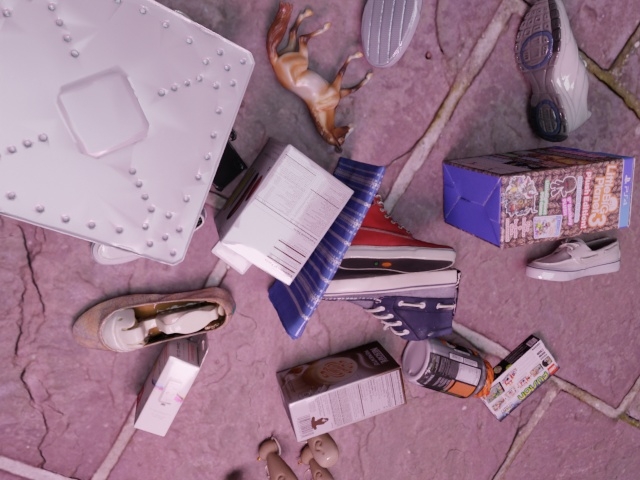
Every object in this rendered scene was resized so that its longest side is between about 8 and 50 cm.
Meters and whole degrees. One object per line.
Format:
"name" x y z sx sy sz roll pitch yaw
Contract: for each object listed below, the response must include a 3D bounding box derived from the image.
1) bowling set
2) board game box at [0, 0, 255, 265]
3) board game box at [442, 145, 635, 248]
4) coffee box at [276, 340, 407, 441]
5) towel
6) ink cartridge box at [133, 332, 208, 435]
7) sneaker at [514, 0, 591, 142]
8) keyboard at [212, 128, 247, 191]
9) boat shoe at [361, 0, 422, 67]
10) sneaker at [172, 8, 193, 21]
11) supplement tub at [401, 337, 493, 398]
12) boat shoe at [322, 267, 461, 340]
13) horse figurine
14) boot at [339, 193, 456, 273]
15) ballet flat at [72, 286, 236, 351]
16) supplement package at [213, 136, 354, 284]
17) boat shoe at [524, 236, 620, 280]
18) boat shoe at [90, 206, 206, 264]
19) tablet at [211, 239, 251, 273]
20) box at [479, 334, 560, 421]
"bowling set" -0.059 0.537 1.209 0.287 0.154 0.200 -38 129 -5
"board game box" -0.344 -0.199 0.854 0.389 0.050 0.390 20 89 -28
"board game box" 0.437 -0.100 1.115 0.290 0.232 0.141 -9 107 -13
"coffee box" 0.043 0.319 1.163 0.246 0.141 0.098 -15 107 -12
"towel" 0.000 0.000 1.014 0.040 0.243 0.336 26 95 -17
"ink cartridge box" -0.294 0.265 1.068 0.067 0.115 0.198 27 95 -20
"sneaker" 0.504 -0.367 1.148 0.129 0.111 0.297 -27 114 -24
"keyboard" -0.207 -0.191 1.010 0.108 0.023 0.180 -47 120 -23
"boat shoe" 0.159 -0.476 1.011 0.109 0.094 0.302 22 110 25
"sneaker" -0.234 -0.343 0.951 0.051 0.070 0.134 -28 110 -11
"supplement tub" 0.293 0.293 1.238 0.190 0.117 0.117 21 98 -20
"boat shoe" 0.145 0.141 1.149 0.340 0.127 0.158 -2 97 -16
"horse figurine" -0.011 -0.319 1.023 0.263 0.066 0.174 39 85 -23
"boot" 0.152 -0.028 1.094 0.244 0.088 0.176 5 64 -4
"ballet flat" -0.319 0.155 1.037 0.315 0.106 0.108 -14 107 -12
"supplement package" -0.077 -0.062 1.001 0.149 0.194 0.203 34 93 -20
"boat shoe" 0.599 0.038 1.271 0.267 0.096 0.088 -5 101 -15
"boat shoe" -0.323 -0.016 1.007 0.226 0.076 0.083 -27 109 -7
"tablet" -0.173 0.026 1.097 0.083 0.006 0.054 40 91 -21
"box" 0.490 0.345 1.349 0.207 0.036 0.114 -40 111 -3
